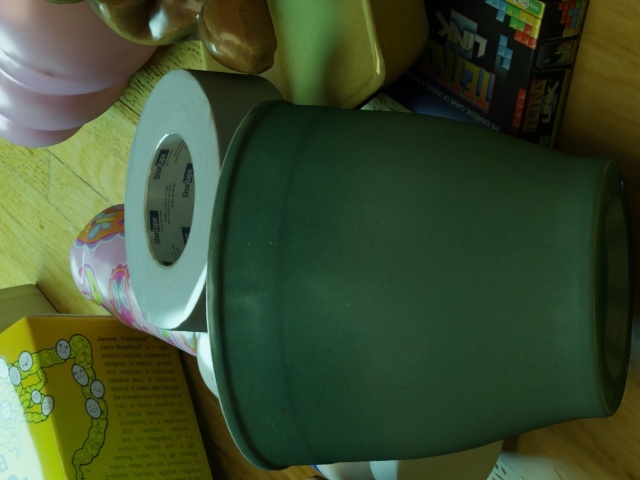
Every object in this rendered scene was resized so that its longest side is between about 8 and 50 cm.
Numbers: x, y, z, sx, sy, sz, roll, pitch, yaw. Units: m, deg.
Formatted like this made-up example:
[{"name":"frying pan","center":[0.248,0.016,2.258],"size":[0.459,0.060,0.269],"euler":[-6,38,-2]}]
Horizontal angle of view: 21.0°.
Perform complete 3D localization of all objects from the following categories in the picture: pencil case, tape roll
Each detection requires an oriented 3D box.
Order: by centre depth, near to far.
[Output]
[{"name":"tape roll","center":[-0.094,-0.032,1.431],"size":[0.219,0.072,0.219],"euler":[-177,90,-65]},{"name":"pencil case","center":[-0.135,0.043,1.708],"size":[0.284,0.124,0.124],"euler":[18,114,51]}]

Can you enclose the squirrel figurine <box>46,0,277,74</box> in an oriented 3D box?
[{"name":"squirrel figurine","center":[-0.265,-0.300,1.424],"size":[0.397,0.371,0.281],"euler":[-146,55,-60]}]

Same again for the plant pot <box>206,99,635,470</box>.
[{"name":"plant pot","center":[0.086,0.034,1.227],"size":[0.255,0.272,0.271],"euler":[1,102,19]}]

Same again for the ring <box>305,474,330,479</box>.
[{"name":"ring","center":[0.119,0.293,1.333],"size":[0.336,0.032,0.336],"euler":[42,167,12]}]

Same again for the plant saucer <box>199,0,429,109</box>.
[{"name":"plant saucer","center":[-0.014,-0.231,1.432],"size":[0.333,0.081,0.332],"euler":[146,117,-62]}]

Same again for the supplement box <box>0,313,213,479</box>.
[{"name":"supplement box","center":[-0.243,0.274,1.792],"size":[0.194,0.195,0.356],"euler":[-32,67,37]}]

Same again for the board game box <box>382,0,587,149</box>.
[{"name":"board game box","center":[0.121,-0.151,1.340],"size":[0.170,0.048,0.141],"euler":[38,127,44]}]

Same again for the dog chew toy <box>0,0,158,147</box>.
[{"name":"dog chew toy","center":[-0.275,-0.209,1.775],"size":[0.206,0.207,0.332],"euler":[66,152,18]}]

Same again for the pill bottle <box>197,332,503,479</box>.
[{"name":"pill bottle","center":[0.026,0.124,1.464],"size":[0.272,0.152,0.152],"euler":[30,123,48]}]

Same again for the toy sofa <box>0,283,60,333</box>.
[{"name":"toy sofa","center":[-0.395,0.250,2.109],"size":[0.177,0.150,0.362],"euler":[44,133,41]}]
